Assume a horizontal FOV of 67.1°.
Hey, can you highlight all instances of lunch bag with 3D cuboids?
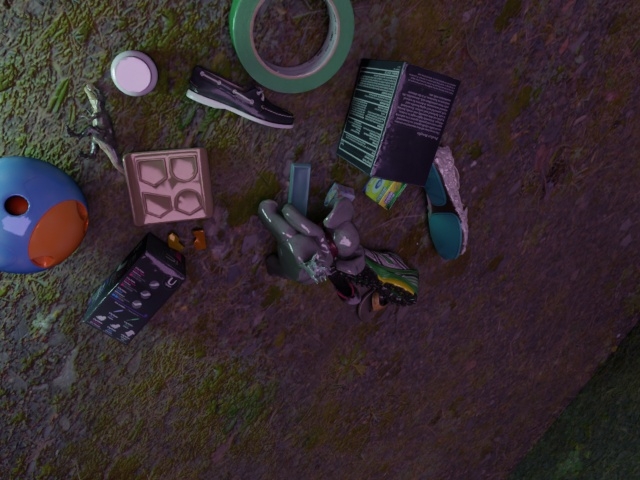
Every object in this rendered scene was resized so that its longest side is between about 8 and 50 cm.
[{"bbox_3d":[0.058,-0.135,1.530,0.071,0.053,0.083,14,132,-22],"label":"lunch bag"}]

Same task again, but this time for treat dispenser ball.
[{"bbox_3d":[-0.729,-0.061,1.186,0.288,0.288,0.288,-6,113,-15],"label":"treat dispenser ball"}]

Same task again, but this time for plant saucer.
[{"bbox_3d":[-0.066,-0.145,1.508,0.067,0.018,0.192,0,110,-17],"label":"plant saucer"}]

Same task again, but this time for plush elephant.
[{"bbox_3d":[0.000,0.000,1.448,0.255,0.330,0.271,-25,122,-29],"label":"plush elephant"}]

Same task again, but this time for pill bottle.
[{"bbox_3d":[-0.456,-0.413,1.189,0.108,0.180,0.107,-6,113,-15],"label":"pill bottle"}]

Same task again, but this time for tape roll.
[{"bbox_3d":[-0.073,-0.553,1.261,0.322,0.077,0.321,-10,131,-12],"label":"tape roll"}]

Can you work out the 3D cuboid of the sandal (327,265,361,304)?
[{"bbox_3d":[0.081,0.164,1.662,0.067,0.040,0.179,-36,116,2],"label":"sandal"}]

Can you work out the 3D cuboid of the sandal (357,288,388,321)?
[{"bbox_3d":[0.218,0.205,1.710,0.219,0.060,0.090,-42,117,2],"label":"sandal"}]

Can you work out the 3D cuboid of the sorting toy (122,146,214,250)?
[{"bbox_3d":[-0.429,-0.112,1.402,0.229,0.041,0.307,-9,114,-18],"label":"sorting toy"}]

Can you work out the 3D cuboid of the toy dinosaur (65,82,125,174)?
[{"bbox_3d":[-0.591,-0.269,1.275,0.118,0.064,0.268,-20,119,-16],"label":"toy dinosaur"}]

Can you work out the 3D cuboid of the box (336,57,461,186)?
[{"bbox_3d":[0.203,-0.337,1.360,0.183,0.296,0.293,10,109,-21],"label":"box"}]

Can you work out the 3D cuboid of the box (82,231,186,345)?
[{"bbox_3d":[-0.529,0.137,1.395,0.143,0.165,0.270,40,96,-26],"label":"box"}]

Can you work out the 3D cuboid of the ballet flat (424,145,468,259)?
[{"bbox_3d":[0.431,-0.129,1.610,0.147,0.147,0.408,-23,116,-7],"label":"ballet flat"}]

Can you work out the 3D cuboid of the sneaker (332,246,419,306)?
[{"bbox_3d":[0.184,0.088,1.633,0.344,0.146,0.134,32,142,-14],"label":"sneaker"}]

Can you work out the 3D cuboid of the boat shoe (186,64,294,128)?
[{"bbox_3d":[-0.205,-0.387,1.315,0.303,0.114,0.091,13,112,-22],"label":"boat shoe"}]

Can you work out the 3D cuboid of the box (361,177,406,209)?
[{"bbox_3d":[0.198,-0.163,1.491,0.043,0.179,0.105,30,99,-25],"label":"box"}]
